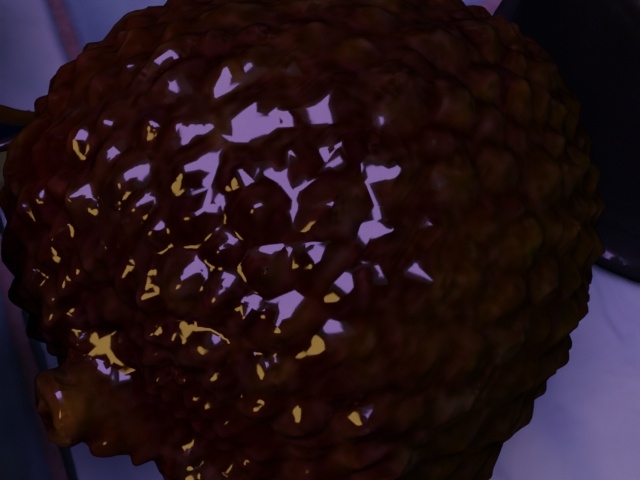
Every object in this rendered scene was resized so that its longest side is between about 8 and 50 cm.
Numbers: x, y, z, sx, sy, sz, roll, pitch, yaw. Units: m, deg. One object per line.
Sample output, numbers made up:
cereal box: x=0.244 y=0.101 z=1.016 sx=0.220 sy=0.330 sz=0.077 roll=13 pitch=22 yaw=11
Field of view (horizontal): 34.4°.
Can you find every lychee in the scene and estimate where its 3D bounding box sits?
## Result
lychee: x=0.000 y=0.000 z=0.433 sx=0.271 sy=0.236 sz=0.236 roll=-33 pitch=69 yaw=-23

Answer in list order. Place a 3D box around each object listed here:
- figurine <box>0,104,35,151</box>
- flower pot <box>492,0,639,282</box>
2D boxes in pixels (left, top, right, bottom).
figurine: x=-0.343 y=-0.184 z=0.472 sx=0.387 sy=0.401 sz=0.268 roll=21 pitch=109 yaw=47
flower pot: x=0.195 y=-0.107 z=0.494 sx=0.235 sy=0.148 sz=0.235 roll=-2 pitch=67 yaw=5
